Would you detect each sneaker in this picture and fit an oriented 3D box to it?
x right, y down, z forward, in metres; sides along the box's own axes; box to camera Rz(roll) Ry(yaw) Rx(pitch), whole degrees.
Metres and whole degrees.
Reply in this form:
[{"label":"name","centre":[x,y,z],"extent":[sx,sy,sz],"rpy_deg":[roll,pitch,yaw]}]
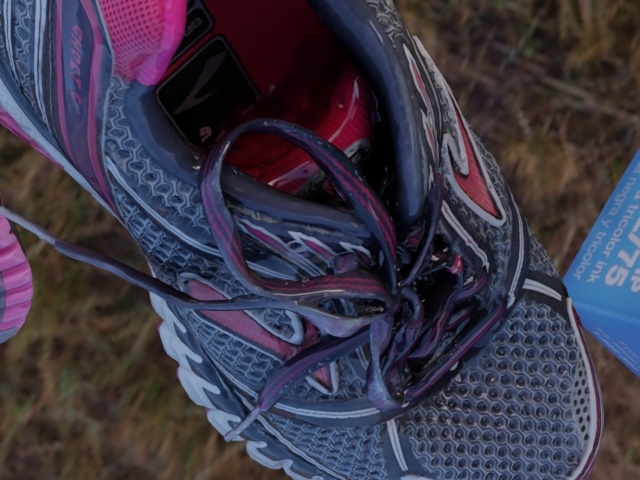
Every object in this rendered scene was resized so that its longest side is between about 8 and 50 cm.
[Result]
[{"label":"sneaker","centre":[-0.138,-0.014,0.741],"extent":[0.047,0.057,0.119],"rpy_deg":[-10,125,-5]},{"label":"sneaker","centre":[0.000,0.000,0.552],"extent":[0.112,0.121,0.299],"rpy_deg":[32,169,49]}]

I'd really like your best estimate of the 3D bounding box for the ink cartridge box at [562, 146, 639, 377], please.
[{"label":"ink cartridge box","centre":[0.272,0.015,0.697],"extent":[0.198,0.197,0.270],"rpy_deg":[40,166,-30]}]
